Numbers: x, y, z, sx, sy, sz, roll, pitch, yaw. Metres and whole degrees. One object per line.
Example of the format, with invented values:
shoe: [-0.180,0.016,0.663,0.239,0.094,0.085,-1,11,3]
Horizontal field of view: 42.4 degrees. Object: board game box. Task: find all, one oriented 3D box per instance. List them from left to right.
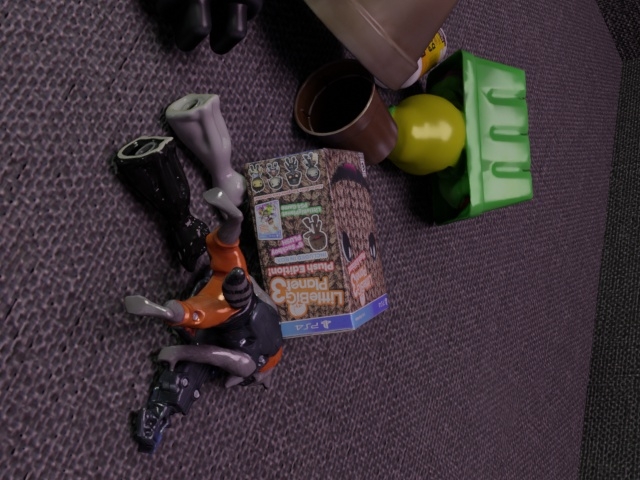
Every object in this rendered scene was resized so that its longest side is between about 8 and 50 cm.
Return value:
board game box: [0.000,0.000,1.403,0.232,0.141,0.291,-16,97,-71]

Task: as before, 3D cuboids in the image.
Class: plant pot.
plant pot: [0.060,-0.232,1.578,0.165,0.167,0.167,42,51,-53]
plant pot: [0.131,-0.487,1.503,0.323,0.280,0.323,43,17,-16]

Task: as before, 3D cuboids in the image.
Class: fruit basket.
fruit basket: [0.266,-0.220,1.815,0.392,0.283,0.392,1,86,-11]

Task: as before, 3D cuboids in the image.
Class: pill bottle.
pill bottle: [0.187,-0.406,1.808,0.215,0.117,0.117,-44,118,-49]

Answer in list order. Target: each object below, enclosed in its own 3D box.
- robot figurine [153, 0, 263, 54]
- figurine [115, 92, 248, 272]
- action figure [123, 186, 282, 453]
robot figurine: [-0.175,-0.434,1.269,0.209,0.174,0.278,10,75,-66]
figurine: [-0.191,-0.092,1.268,0.215,0.092,0.209,-56,135,-44]
action figure: [-0.147,0.140,1.173,0.330,0.179,0.341,64,40,-54]
